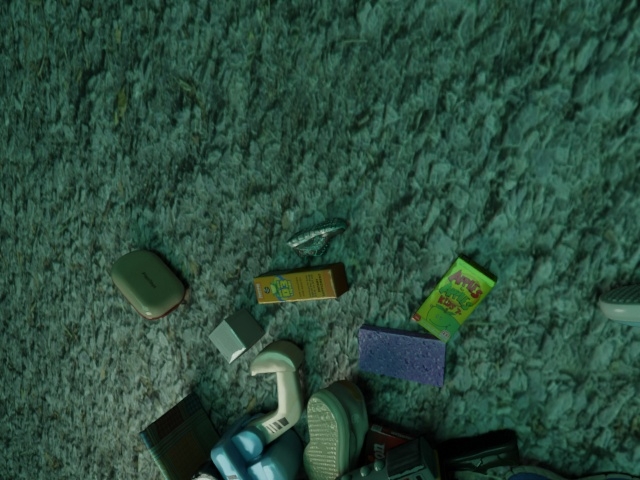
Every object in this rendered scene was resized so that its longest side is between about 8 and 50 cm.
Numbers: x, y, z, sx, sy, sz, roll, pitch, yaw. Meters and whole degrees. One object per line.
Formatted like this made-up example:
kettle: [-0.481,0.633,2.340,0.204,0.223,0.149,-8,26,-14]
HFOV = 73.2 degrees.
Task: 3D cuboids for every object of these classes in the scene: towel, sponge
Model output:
towel: [-0.353,0.660,1.267,0.040,0.271,0.370,-32,86,13]
sponge: [0.194,0.274,1.036,0.210,0.031,0.117,4,104,25]

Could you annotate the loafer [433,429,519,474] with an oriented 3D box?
loafer: [0.350,0.505,0.987,0.220,0.080,0.078,-27,89,29]

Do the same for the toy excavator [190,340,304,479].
toy excavator: [-0.147,0.549,1.194,0.445,0.222,0.433,-35,88,15]

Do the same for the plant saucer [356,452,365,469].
plant saucer: [0.213,0.654,1.115,0.278,0.041,0.278,7,105,25]

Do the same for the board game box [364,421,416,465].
board game box: [0.179,0.606,1.083,0.145,0.027,0.281,9,106,25]

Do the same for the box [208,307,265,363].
box: [-0.232,0.263,1.201,0.102,0.101,0.087,50,117,7]

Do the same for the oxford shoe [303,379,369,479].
oxford shoe: [0.045,0.535,1.117,0.169,0.130,0.449,29,130,37]

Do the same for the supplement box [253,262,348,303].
supplement box: [-0.053,0.111,1.090,0.233,0.080,0.078,-9,96,30]

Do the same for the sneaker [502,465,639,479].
sneaker: [0.546,0.557,0.857,0.330,0.147,0.130,-3,102,14]

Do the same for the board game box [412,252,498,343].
board game box: [0.291,0.127,0.945,0.092,0.043,0.181,37,115,14]

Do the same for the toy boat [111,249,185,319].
toy boat: [-0.525,0.142,1.312,0.231,0.151,0.151,46,146,9]

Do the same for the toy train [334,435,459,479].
toy train: [0.151,0.580,0.966,0.334,0.142,0.190,-30,93,16]

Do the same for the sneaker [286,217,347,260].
sneaker: [0.000,0.000,1.056,0.166,0.065,0.076,-20,110,32]

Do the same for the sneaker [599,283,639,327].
sneaker: [0.676,0.157,0.713,0.366,0.135,0.150,1,100,27]
